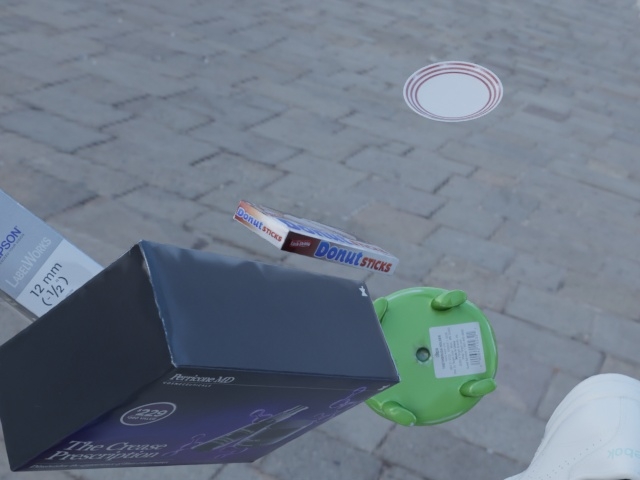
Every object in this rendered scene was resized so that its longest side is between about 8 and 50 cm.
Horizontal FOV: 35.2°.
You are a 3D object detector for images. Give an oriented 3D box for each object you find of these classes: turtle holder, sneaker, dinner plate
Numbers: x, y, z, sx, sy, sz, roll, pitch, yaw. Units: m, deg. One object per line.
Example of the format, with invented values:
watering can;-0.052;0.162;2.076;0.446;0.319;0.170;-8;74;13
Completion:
turtle holder;0.148;0.222;1.771;0.243;0.320;0.227;53;-4;7
sneaker;0.132;0.180;0.588;0.080;0.212;0.094;20;31;3
dinner plate;0.189;-0.209;1.442;0.141;0.017;0.141;-4;46;4

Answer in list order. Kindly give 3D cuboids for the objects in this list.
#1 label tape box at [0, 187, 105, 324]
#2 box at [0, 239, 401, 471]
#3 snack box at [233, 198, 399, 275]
label tape box;-0.409;0.038;1.387;0.348;0.115;0.249;39;-17;-17
box;-0.090;0.100;0.790;0.261;0.184;0.103;13;48;-51
snack box;0.000;0.000;0.925;0.064;0.022;0.178;33;11;36
